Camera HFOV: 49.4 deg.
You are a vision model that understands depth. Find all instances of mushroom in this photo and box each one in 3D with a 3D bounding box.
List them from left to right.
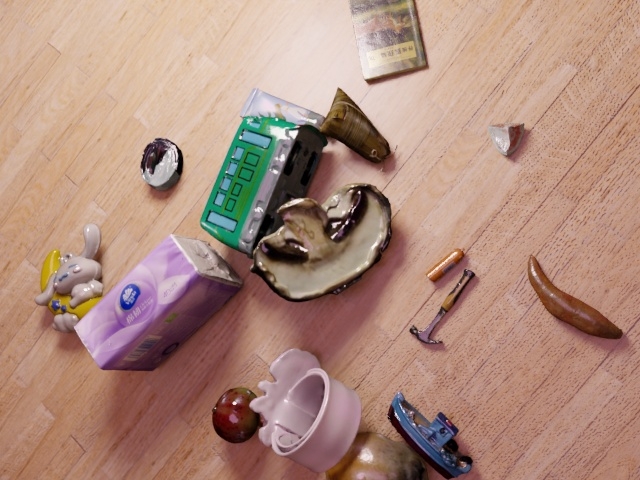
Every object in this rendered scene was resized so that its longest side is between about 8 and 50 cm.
[{"bbox_3d":[0.000,-0.001,1.607,0.344,0.130,0.247,-42,103,-11],"label":"mushroom"}]

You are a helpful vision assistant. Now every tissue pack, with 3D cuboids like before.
[{"bbox_3d":[-0.380,0.150,1.674,0.338,0.242,0.160,-43,71,6],"label":"tissue pack"}]

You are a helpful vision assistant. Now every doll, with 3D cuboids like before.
[{"bbox_3d":[-0.642,0.112,1.821,0.252,0.111,0.237,-32,74,19],"label":"doll"}]

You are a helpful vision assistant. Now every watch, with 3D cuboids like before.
[{"bbox_3d":[-0.026,0.367,1.536,0.196,0.231,0.244,33,68,-21],"label":"watch"}]

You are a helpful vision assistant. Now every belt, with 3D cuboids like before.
[{"bbox_3d":[-0.415,-0.200,1.825,0.105,0.058,0.140,12,82,11],"label":"belt"}]

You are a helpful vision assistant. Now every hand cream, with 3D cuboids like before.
[{"bbox_3d":[-0.085,-0.314,1.755,0.255,0.055,0.088,23,85,24],"label":"hand cream"}]

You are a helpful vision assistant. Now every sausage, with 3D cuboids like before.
[{"bbox_3d":[0.292,0.054,1.605,0.107,0.031,0.031,-40,74,6],"label":"sausage"}]

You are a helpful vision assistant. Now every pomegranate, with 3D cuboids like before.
[{"bbox_3d":[-0.181,0.426,1.646,0.159,0.129,0.129,33,92,9],"label":"pomegranate"}]

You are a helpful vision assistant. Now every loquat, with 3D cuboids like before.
[{"bbox_3d":[0.124,0.517,1.521,0.227,0.179,0.180,15,87,21],"label":"loquat"}]

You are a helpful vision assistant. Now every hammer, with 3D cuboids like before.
[{"bbox_3d":[0.292,0.153,1.596,0.078,0.021,0.201,37,95,17],"label":"hammer"}]

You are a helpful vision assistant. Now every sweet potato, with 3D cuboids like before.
[{"bbox_3d":[0.536,0.138,1.513,0.255,0.058,0.078,42,79,19],"label":"sweet potato"}]

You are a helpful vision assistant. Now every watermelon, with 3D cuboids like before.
[{"bbox_3d":[0.426,-0.238,1.587,0.085,0.061,0.085,-5,72,15],"label":"watermelon"}]

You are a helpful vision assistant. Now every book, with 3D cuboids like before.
[{"bbox_3d":[0.164,-0.517,1.719,0.160,0.024,0.229,-11,79,12],"label":"book"}]

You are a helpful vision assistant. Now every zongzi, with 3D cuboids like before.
[{"bbox_3d":[0.100,-0.281,1.695,0.187,0.184,0.084,33,128,-15],"label":"zongzi"}]

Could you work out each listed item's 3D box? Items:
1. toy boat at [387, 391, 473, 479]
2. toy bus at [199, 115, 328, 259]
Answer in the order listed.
[{"bbox_3d":[0.245,0.422,1.533,0.223,0.100,0.097,44,105,14],"label":"toy boat"},{"bbox_3d":[-0.144,-0.134,1.676,0.199,0.183,0.344,22,88,24],"label":"toy bus"}]
